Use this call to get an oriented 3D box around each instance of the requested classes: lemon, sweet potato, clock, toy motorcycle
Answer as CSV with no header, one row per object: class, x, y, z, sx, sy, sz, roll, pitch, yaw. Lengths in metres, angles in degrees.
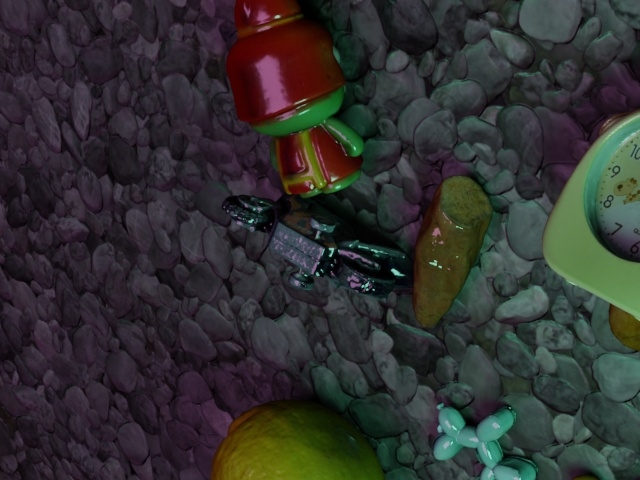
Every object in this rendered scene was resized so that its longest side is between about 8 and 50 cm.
lemon,-0.036,0.404,2.021,0.297,0.297,0.297,18,119,36
sweet potato,0.178,0.025,1.796,0.097,0.097,0.251,32,125,28
clock,0.420,-0.058,1.491,0.235,0.096,0.308,33,100,44
toy motorcycle,0.000,0.000,1.900,0.307,0.173,0.108,30,110,22

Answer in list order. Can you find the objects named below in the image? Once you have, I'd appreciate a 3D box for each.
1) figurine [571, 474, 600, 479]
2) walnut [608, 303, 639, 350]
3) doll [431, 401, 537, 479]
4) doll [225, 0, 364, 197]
figurine,0.423,0.385,1.746,0.176,0.121,0.122,41,103,34
walnut,0.450,0.069,1.569,0.207,0.116,0.116,-43,78,35
doll,0.236,0.309,1.890,0.158,0.059,0.159,-28,90,44
doll,-0.052,-0.240,1.844,0.182,0.160,0.363,-5,104,50
